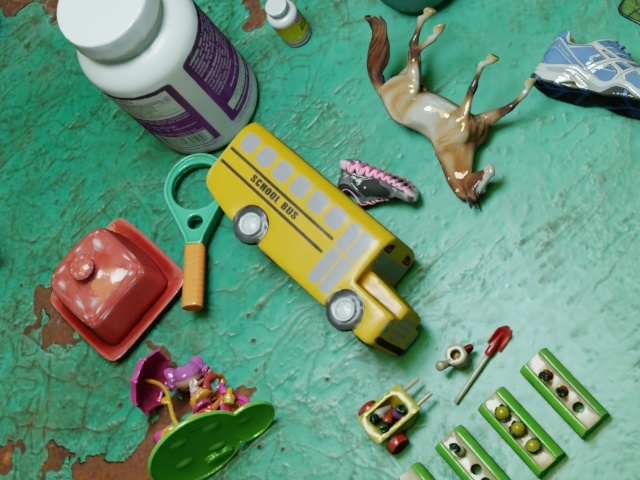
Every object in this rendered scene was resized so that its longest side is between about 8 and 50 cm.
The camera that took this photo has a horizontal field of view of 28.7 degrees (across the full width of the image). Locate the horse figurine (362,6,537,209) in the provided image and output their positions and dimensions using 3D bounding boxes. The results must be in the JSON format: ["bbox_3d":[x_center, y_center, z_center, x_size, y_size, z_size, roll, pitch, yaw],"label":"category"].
[{"bbox_3d":[0.149,-0.184,1.597,0.263,0.066,0.174,38,115,21],"label":"horse figurine"}]

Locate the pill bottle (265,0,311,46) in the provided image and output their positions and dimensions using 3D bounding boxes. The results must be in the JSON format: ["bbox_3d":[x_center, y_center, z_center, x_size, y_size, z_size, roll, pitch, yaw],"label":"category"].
[{"bbox_3d":[-0.046,-0.303,1.723,0.043,0.083,0.043,-7,69,19],"label":"pill bottle"}]

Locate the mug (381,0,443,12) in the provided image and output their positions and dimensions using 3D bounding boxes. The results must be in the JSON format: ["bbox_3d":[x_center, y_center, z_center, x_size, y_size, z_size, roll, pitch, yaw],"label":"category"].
[{"bbox_3d":[0.132,-0.382,1.674,0.129,0.097,0.157,39,87,29],"label":"mug"}]

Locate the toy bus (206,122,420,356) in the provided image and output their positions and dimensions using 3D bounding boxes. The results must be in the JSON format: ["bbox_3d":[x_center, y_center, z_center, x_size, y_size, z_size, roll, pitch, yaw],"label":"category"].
[{"bbox_3d":[0.000,0.000,1.573,0.333,0.108,0.130,41,93,29],"label":"toy bus"}]

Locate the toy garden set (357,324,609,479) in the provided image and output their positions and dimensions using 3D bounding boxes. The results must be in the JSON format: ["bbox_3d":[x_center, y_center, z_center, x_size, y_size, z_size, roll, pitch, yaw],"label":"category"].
[{"bbox_3d":[0.175,0.208,1.464,0.244,0.049,0.204,-43,62,2],"label":"toy garden set"}]

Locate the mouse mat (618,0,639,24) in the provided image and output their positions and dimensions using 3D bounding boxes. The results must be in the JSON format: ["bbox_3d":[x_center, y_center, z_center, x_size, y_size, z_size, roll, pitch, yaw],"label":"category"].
[{"bbox_3d":[0.487,-0.305,1.559,0.190,0.007,0.152,35,86,27],"label":"mouse mat"}]

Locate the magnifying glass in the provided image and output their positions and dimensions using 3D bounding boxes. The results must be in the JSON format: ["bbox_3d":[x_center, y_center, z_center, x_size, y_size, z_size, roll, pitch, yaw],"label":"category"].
[{"bbox_3d":[-0.168,-0.015,1.682,0.092,0.026,0.231,-6,64,11],"label":"magnifying glass"}]

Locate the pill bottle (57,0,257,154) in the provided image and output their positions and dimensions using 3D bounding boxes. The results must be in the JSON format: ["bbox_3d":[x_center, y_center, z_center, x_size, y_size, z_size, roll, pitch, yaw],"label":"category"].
[{"bbox_3d":[-0.214,-0.242,1.641,0.169,0.301,0.169,-7,68,19],"label":"pill bottle"}]

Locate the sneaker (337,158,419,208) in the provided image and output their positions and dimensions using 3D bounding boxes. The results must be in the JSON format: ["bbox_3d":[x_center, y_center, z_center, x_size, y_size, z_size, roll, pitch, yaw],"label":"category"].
[{"bbox_3d":[0.072,-0.064,1.617,0.119,0.047,0.057,24,103,28],"label":"sneaker"}]

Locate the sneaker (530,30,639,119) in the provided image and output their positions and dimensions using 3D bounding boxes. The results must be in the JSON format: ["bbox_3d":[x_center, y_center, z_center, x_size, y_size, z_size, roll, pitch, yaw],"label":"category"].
[{"bbox_3d":[0.364,-0.202,1.527,0.211,0.080,0.081,20,81,26],"label":"sneaker"}]

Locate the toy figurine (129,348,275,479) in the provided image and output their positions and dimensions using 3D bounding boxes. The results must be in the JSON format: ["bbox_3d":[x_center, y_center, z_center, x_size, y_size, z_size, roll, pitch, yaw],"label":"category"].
[{"bbox_3d":[-0.169,0.198,1.581,0.173,0.130,0.159,-26,51,-14],"label":"toy figurine"}]

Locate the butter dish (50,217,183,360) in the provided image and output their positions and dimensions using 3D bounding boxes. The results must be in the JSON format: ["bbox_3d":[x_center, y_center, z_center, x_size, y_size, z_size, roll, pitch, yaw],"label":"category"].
[{"bbox_3d":[-0.293,0.052,1.668,0.160,0.118,0.160,40,89,28],"label":"butter dish"}]
